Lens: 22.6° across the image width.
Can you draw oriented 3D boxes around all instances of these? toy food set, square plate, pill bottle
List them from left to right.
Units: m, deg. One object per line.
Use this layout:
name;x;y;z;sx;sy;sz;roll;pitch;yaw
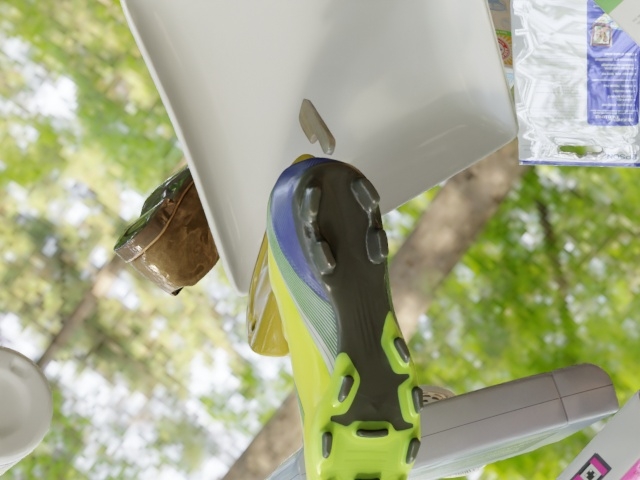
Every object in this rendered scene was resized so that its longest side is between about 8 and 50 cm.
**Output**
pill bottle;-0.352;0.185;1.621;0.119;0.208;0.119;8;-110;-22
toy food set;0.000;0.000;1.380;0.071;0.218;0.128;13;-168;-18
square plate;0.008;-0.167;1.504;0.049;0.347;0.344;37;152;52

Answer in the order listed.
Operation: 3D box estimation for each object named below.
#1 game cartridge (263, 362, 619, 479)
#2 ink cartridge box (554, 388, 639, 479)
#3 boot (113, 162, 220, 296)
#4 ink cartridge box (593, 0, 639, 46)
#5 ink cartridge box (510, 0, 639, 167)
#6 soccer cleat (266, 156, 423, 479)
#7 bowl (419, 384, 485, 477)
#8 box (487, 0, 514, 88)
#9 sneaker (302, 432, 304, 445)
game cartridge;0.103;0.178;1.407;0.297;0.198;0.062;-13;-108;-18
ink cartridge box;0.293;0.289;1.635;0.176;0.371;0.069;34;-172;-45
boot;-0.180;-0.032;2.207;0.115;0.112;0.305;47;-145;-14
ink cartridge box;0.403;-0.256;1.659;0.219;0.160;0.092;44;-144;-5
ink cartridge box;0.317;-0.233;1.950;0.165;0.332;0.065;2;-137;11
soccer cleat;0.013;0.079;1.235;0.093;0.289;0.121;-7;-177;-21
bowl;0.140;0.240;2.088;0.170;0.170;0.080;28;-125;-27
box;0.186;-0.279;2.129;0.114;0.103;0.203;7;-125;-17
sneaker;0.043;0.158;1.822;0.112;0.319;0.131;-14;-148;-16
